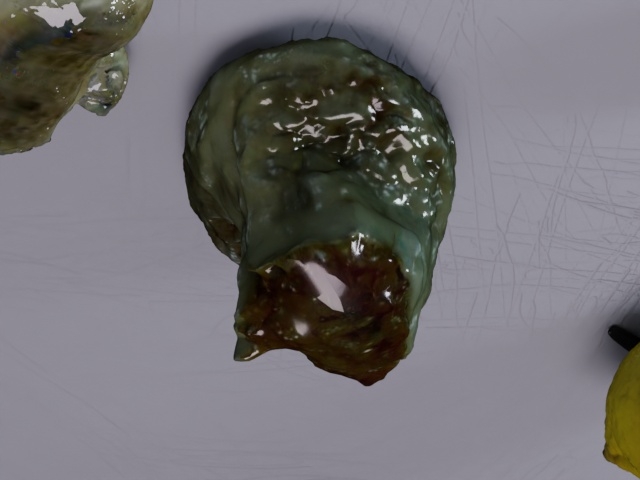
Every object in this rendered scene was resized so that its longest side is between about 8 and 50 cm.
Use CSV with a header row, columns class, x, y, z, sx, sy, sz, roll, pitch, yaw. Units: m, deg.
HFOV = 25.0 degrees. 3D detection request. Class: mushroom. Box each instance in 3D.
class,x,y,z,sx,sy,sz,roll,pitch,yaw
mushroom,-0.308,-0.204,1.538,0.247,0.130,0.344,34,131,-29

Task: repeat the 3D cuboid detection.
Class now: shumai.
class,x,y,z,sx,sy,sz,roll,pitch,yaw
shumai,0.000,0.000,1.632,0.324,0.323,0.397,0,141,-2

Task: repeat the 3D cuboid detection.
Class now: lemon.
class,x,y,z,sx,sy,sz,roll,pitch,yaw
lemon,0.525,0.223,1.942,0.322,0.268,0.268,-20,137,13

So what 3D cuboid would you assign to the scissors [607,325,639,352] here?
class,x,y,z,sx,sy,sz,roll,pitch,yaw
scissors,0.486,0.173,2.075,0.220,0.017,0.088,32,133,-31
